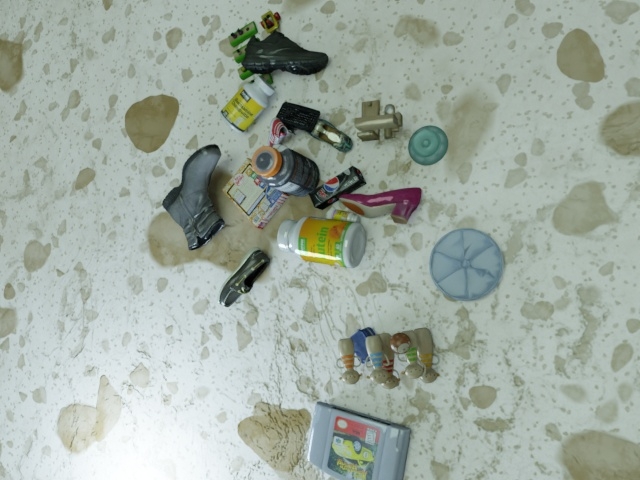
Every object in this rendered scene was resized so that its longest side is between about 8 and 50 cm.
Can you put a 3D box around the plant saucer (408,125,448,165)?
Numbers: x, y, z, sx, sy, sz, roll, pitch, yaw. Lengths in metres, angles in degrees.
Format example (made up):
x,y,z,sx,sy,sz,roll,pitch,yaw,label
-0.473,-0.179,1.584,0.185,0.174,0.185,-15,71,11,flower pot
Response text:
x,y,z,sx,sy,sz,roll,pitch,yaw,label
0.309,-0.279,1.658,0.119,0.021,0.119,-3,83,26,plant saucer

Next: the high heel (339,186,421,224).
x,y,z,sx,sy,sz,roll,pitch,yaw,label
0.175,-0.128,1.686,0.244,0.082,0.117,15,67,37,high heel

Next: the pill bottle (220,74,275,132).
x,y,z,sx,sy,sz,roll,pitch,yaw,label
-0.239,-0.454,1.893,0.184,0.103,0.103,-45,68,15,pill bottle

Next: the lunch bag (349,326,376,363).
x,y,z,sx,sy,sz,roll,pitch,yaw,label
0.131,0.299,1.653,0.067,0.065,0.098,-42,70,31,lunch bag

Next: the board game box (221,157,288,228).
x,y,z,sx,sy,sz,roll,pitch,yaw,label
-0.216,-0.156,1.880,0.193,0.045,0.147,46,104,22,board game box

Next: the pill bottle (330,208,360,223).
x,y,z,sx,sy,sz,roll,pitch,yaw,label
0.076,-0.068,1.732,0.083,0.043,0.043,12,89,26,pill bottle

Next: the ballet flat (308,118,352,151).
x,y,z,sx,sy,sz,roll,pitch,yaw,label
0.018,-0.338,1.780,0.188,0.070,0.070,30,97,25,ballet flat

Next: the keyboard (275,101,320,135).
x,y,z,sx,sy,sz,roll,pitch,yaw,label
-0.086,-0.388,1.819,0.192,0.038,0.100,26,95,45,keyboard

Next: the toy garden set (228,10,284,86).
x,y,z,sx,sy,sz,roll,pitch,yaw,label
-0.207,-0.643,1.929,0.204,0.049,0.244,-23,75,22,toy garden set

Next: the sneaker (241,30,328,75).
x,y,z,sx,sy,sz,roll,pitch,yaw,label
-0.114,-0.606,1.830,0.286,0.109,0.130,6,85,10,sneaker

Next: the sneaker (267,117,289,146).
x,y,z,sx,sy,sz,roll,pitch,yaw,label
-0.135,-0.327,1.833,0.067,0.042,0.118,45,141,41,sneaker

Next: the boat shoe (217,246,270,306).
x,y,z,sx,sy,sz,roll,pitch,yaw,label
-0.249,0.130,1.843,0.068,0.081,0.228,39,99,28,boat shoe

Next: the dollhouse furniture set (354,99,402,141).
x,y,z,sx,sy,sz,roll,pitch,yaw,label
0.165,-0.375,1.666,0.144,0.151,0.123,-2,83,23,dollhouse furniture set

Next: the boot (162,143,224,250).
x,y,z,sx,sy,sz,roll,pitch,yaw,label
-0.383,-0.139,1.913,0.223,0.118,0.338,53,127,18,boot

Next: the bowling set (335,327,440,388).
x,y,z,sx,sy,sz,roll,pitch,yaw,label
0.185,0.322,1.507,0.287,0.200,0.154,-8,82,-1,bowling set

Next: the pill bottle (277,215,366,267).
x,y,z,sx,sy,sz,roll,pitch,yaw,label
0.000,0.000,1.709,0.245,0.136,0.136,8,88,26,pill bottle

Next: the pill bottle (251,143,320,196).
x,y,z,sx,sy,sz,roll,pitch,yaw,label
-0.108,-0.215,1.724,0.130,0.245,0.130,-3,83,25,pill bottle

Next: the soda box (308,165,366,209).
x,y,z,sx,sy,sz,roll,pitch,yaw,label
0.051,-0.159,1.745,0.169,0.060,0.053,-31,72,19,soda box

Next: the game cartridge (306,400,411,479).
x,y,z,sx,sy,sz,roll,pitch,yaw,label
0.103,0.597,1.641,0.294,0.060,0.196,9,92,26,game cartridge

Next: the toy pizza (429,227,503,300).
x,y,z,sx,sy,sz,roll,pitch,yaw,label
0.400,0.066,1.570,0.201,0.032,0.201,-3,82,24,toy pizza
